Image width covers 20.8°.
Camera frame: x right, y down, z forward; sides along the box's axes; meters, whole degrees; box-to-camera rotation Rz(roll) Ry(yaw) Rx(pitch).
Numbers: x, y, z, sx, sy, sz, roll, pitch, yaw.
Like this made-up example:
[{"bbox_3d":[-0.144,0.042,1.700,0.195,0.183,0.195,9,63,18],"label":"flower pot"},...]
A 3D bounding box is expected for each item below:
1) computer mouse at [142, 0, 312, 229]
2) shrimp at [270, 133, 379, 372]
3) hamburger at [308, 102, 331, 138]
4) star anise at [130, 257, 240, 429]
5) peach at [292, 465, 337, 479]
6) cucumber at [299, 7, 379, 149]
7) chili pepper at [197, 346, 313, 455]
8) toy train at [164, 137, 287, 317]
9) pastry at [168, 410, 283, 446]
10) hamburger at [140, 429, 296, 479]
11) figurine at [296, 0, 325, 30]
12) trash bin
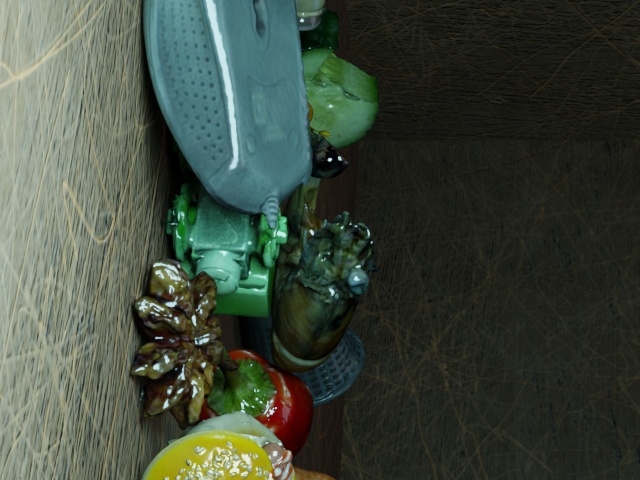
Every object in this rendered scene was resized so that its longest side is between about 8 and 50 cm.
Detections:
[{"bbox_3d":[-0.099,-0.190,1.749,0.188,0.122,0.371,-8,89,-62],"label":"computer mouse"},{"bbox_3d":[0.000,0.000,1.895,0.445,0.085,0.272,135,-41,-77],"label":"shrimp"},{"bbox_3d":[-0.081,-0.162,2.051,0.189,0.093,0.164,43,1,-44],"label":"hamburger"},{"bbox_3d":[-0.132,0.090,1.763,0.234,0.073,0.177,-56,140,-70],"label":"star anise"},{"bbox_3d":[-0.043,0.358,1.995,0.232,0.232,0.233,0,90,-85],"label":"peach"},{"bbox_3d":[-0.015,-0.219,2.515,0.130,0.191,0.191,-81,170,-50],"label":"cucumber"},{"bbox_3d":[-0.082,0.197,2.031,0.338,0.134,0.131,75,28,-76],"label":"chili pepper"},{"bbox_3d":[-0.097,-0.040,1.912,0.188,0.132,0.243,89,5,-68],"label":"toy train"},{"bbox_3d":[-0.098,0.264,1.856,0.166,0.088,0.166,26,51,-38],"label":"pastry"},{"bbox_3d":[-0.096,0.287,1.710,0.116,0.173,0.210,-163,-108,-70],"label":"hamburger"},{"bbox_3d":[-0.036,-0.436,2.104,0.203,0.248,0.381,-90,-175,-65],"label":"figurine"},{"bbox_3d":[-0.037,0.121,2.435,0.175,0.175,0.161,-83,161,-53],"label":"trash bin"}]
